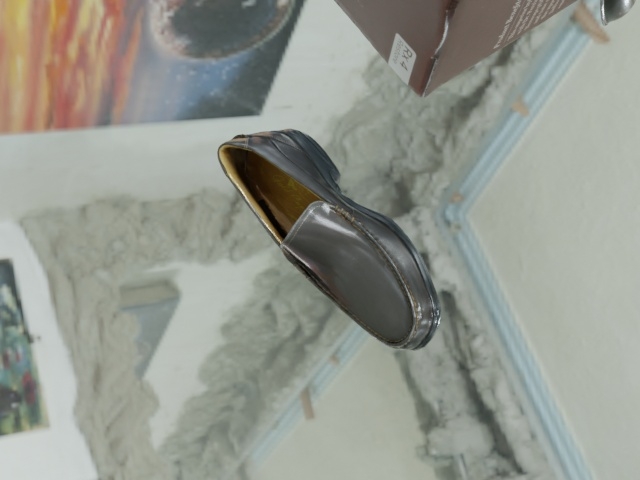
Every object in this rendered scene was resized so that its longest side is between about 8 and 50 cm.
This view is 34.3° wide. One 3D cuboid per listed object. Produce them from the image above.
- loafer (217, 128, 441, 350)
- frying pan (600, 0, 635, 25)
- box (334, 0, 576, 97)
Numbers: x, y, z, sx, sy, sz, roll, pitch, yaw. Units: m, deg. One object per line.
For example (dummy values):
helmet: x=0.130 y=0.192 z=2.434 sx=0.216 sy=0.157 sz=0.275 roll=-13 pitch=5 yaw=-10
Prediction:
loafer: x=0.000 y=0.000 z=0.594 sx=0.170 sy=0.061 sz=0.062 roll=47 pitch=-61 yaw=30
frying pan: x=0.419 y=-0.458 z=1.417 sx=0.053 sy=0.197 sz=0.326 roll=9 pitch=-81 yaw=21
box: x=0.111 y=-0.247 z=0.735 sx=0.167 sy=0.203 sz=0.168 roll=52 pitch=-19 yaw=15
